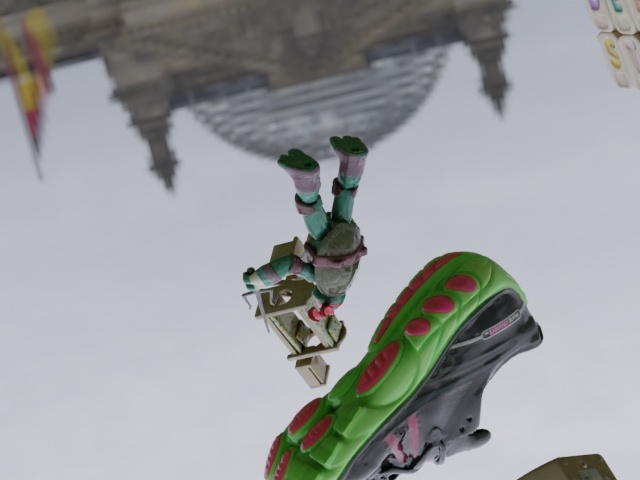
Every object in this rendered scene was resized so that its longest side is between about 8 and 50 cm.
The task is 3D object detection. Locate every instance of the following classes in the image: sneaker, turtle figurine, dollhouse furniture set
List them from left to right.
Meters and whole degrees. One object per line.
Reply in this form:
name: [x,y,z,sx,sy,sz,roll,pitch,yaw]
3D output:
dollhouse furniture set: [-0.001,0.108,2.684,0.101,0.182,0.161,-14,-139,27]
turtle figurine: [0.000,0.000,2.020,0.118,0.234,0.175,21,-147,27]
sneaker: [0.099,0.241,2.151,0.483,0.202,0.185,-49,-158,11]

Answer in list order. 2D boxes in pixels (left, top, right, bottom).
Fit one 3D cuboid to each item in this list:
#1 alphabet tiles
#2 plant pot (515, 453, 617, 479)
alphabet tiles: [0.348,-0.215,1.776,0.021,0.278,0.284,-24,-166,-10]
plant pot: [0.277,0.294,1.886,0.109,0.096,0.109,1,-133,-38]
